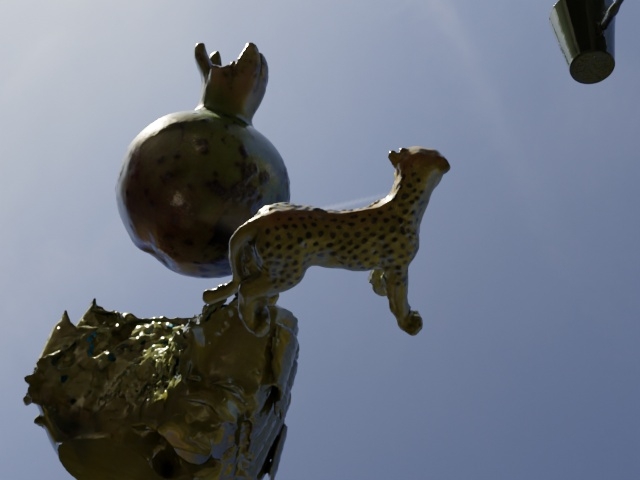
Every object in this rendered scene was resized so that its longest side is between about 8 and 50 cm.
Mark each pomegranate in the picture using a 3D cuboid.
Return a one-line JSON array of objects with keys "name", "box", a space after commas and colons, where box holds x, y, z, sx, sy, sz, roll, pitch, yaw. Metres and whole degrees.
[{"name": "pomegranate", "box": [-0.145, -0.098, 1.183, 0.242, 0.242, 0.305, -5, -125, 23]}]

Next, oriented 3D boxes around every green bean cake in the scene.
[{"name": "green bean cake", "box": [-0.191, 0.181, 1.028, 0.310, 0.285, 0.202, 13, -134, 7]}]

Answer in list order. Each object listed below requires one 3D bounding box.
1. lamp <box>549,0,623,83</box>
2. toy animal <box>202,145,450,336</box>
[{"name": "lamp", "box": [0.133, -0.117, 0.389, 0.041, 0.121, 0.054, 7, -127, -2]}, {"name": "toy animal", "box": [0.000, 0.000, 0.655, 0.182, 0.136, 0.073, -2, -143, -4]}]
